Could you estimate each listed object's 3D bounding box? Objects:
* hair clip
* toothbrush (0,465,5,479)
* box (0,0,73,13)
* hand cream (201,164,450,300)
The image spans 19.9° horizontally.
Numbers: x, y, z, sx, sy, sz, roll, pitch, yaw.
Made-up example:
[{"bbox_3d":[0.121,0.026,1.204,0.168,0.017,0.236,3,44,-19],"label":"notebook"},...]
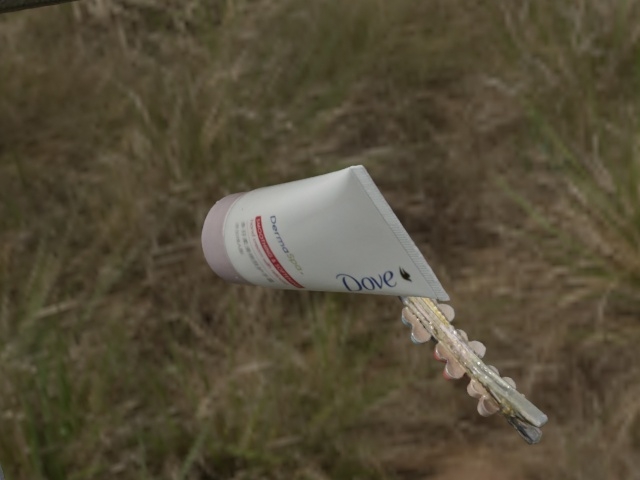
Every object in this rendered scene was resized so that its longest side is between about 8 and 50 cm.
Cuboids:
[{"bbox_3d":[0.152,0.126,1.876,0.062,0.056,0.214,-36,72,-32],"label":"hair clip"},{"bbox_3d":[-0.140,0.149,0.822,0.021,0.027,0.269,-11,68,-20],"label":"toothbrush"},{"bbox_3d":[-0.321,-0.288,1.549,0.273,0.184,0.143,-15,33,-22],"label":"box"},{"bbox_3d":[0.000,0.000,1.496,0.083,0.133,0.248,-47,22,-25],"label":"hand cream"}]
